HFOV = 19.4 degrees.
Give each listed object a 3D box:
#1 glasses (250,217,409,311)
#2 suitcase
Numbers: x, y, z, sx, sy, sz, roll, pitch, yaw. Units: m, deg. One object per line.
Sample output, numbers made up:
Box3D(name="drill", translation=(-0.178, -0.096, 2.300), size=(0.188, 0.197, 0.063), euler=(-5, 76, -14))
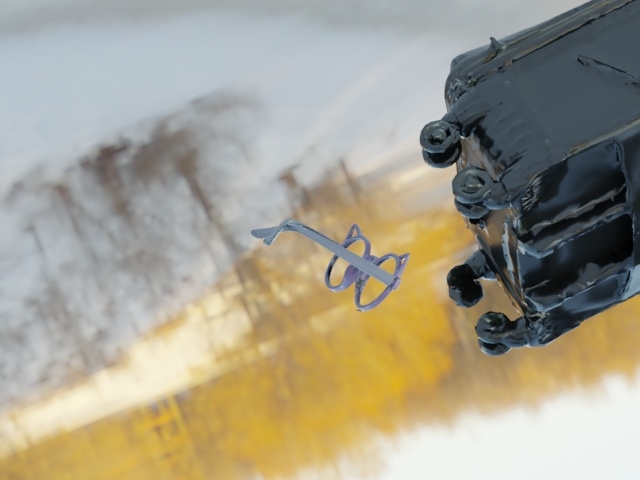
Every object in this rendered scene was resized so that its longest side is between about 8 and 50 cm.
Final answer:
Box3D(name="glasses", translation=(0.000, 0.000, 1.535), size=(0.062, 0.104, 0.140), euler=(-56, -158, -1))
Box3D(name="suitcase", translation=(0.299, -0.095, 1.650), size=(0.434, 0.194, 0.283), euler=(-24, 143, -6))
